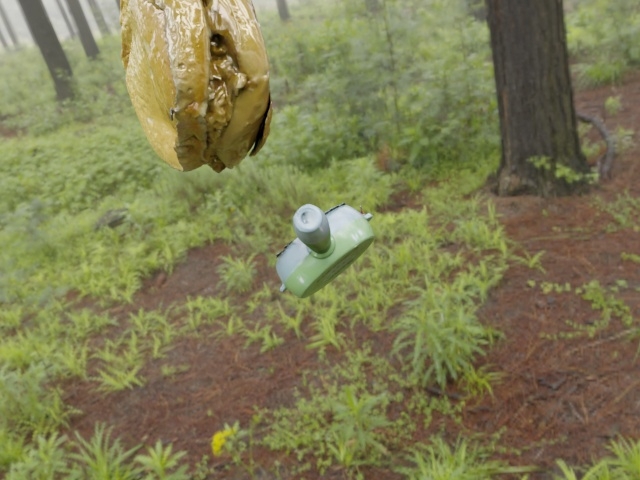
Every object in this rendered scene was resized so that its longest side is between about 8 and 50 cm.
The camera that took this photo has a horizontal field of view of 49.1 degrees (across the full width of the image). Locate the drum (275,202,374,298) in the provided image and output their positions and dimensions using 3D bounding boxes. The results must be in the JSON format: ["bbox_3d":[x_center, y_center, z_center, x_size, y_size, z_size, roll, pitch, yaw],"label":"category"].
[{"bbox_3d":[-0.015,0.014,0.713,0.130,0.049,0.253,-42,-11,13],"label":"drum"}]

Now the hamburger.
[{"bbox_3d":[-0.118,-0.163,0.633,0.108,0.214,0.214,-15,29,-17],"label":"hamburger"}]
